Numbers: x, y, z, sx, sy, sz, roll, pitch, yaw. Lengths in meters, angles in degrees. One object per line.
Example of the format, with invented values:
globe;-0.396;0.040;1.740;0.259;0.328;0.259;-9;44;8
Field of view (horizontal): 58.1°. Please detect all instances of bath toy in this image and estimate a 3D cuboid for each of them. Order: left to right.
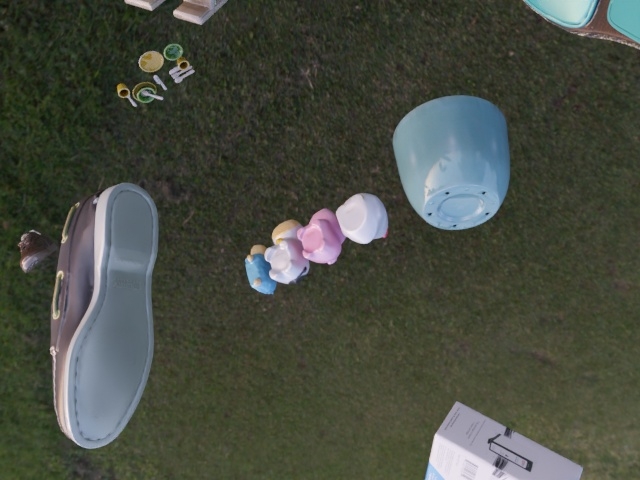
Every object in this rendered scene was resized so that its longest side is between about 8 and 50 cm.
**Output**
bath toy;0.000;0.000;1.227;0.348;0.151;0.129;-26;152;32

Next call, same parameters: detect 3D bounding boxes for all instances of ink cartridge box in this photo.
ink cartridge box;0.276;0.368;0.894;0.203;0.086;0.148;24;131;27

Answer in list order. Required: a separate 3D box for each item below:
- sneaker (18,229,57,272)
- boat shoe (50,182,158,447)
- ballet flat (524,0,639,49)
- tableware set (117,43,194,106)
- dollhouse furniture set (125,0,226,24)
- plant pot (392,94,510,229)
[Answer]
sneaker;-0.641;0.020;1.273;0.066;0.188;0.071;-44;105;-6
boat shoe;-0.197;0.063;0.513;0.069;0.227;0.081;-7;160;31
ballet flat;0.530;-0.425;0.997;0.182;0.482;0.164;-12;131;-24
tableware set;-0.327;-0.323;1.135;0.154;0.024;0.104;-29;151;1
dollhouse furniture set;-0.218;-0.441;0.747;0.242;0.161;0.212;20;141;10
plant pot;0.333;-0.171;1.432;0.293;0.235;0.293;0;146;0
